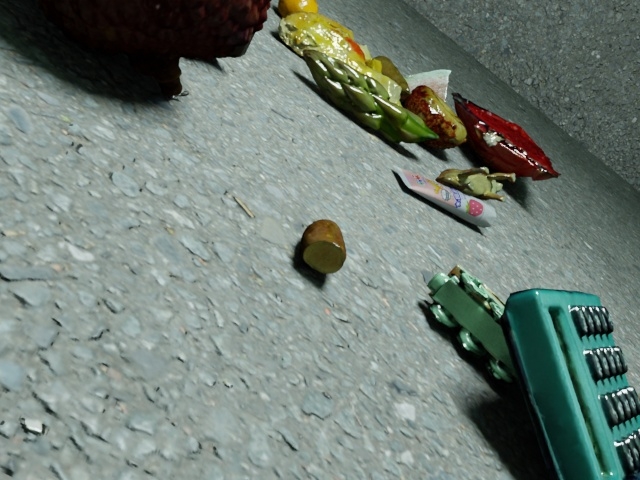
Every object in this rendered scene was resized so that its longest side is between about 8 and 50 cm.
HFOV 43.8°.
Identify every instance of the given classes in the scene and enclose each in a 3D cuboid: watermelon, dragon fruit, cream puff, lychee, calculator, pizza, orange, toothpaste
[{"bbox_3d":[0.245,-0.292,1.683,0.158,0.121,0.098,54,4,18],"label":"watermelon"},{"bbox_3d":[0.391,-0.226,1.793,0.282,0.100,0.343,39,20,1],"label":"dragon fruit"},{"bbox_3d":[0.218,-0.232,1.554,0.149,0.084,0.149,40,21,-19],"label":"cream puff"},{"bbox_3d":[-0.180,-0.301,0.861,0.264,0.300,0.264,-6,20,2],"label":"lychee"},{"bbox_3d":[0.296,0.173,0.872,0.274,0.058,0.248,8,64,-55],"label":"calculator"},{"bbox_3d":[0.071,-0.336,1.526,0.287,0.075,0.280,43,24,5],"label":"pizza"},{"bbox_3d":[-0.045,-0.466,1.584,0.083,0.070,0.083,37,19,-15],"label":"orange"},{"bbox_3d":[0.205,-0.071,1.306,0.194,0.043,0.067,22,26,-28],"label":"toothpaste"}]

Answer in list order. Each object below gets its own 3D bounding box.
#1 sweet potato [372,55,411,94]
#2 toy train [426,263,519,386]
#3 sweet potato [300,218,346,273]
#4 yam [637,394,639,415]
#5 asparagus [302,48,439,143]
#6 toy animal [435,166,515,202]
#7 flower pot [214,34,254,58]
[{"bbox_3d":[0.133,-0.339,1.624,0.069,0.059,0.249,29,15,-18],"label":"sweet potato"},{"bbox_3d":[0.203,0.102,0.953,0.176,0.074,0.118,44,16,11],"label":"toy train"},{"bbox_3d":[0.000,0.000,0.855,0.049,0.049,0.117,34,13,-17],"label":"sweet potato"},{"bbox_3d":[0.420,0.208,1.146,0.145,0.032,0.032,40,23,-6],"label":"yam"},{"bbox_3d":[0.082,-0.235,1.365,0.287,0.080,0.080,36,23,-18],"label":"asparagus"},{"bbox_3d":[0.268,-0.096,1.399,0.099,0.057,0.241,1,-1,42],"label":"toy animal"},{"bbox_3d":[-0.194,-0.355,1.060,0.251,0.179,0.084,44,47,7],"label":"flower pot"}]
